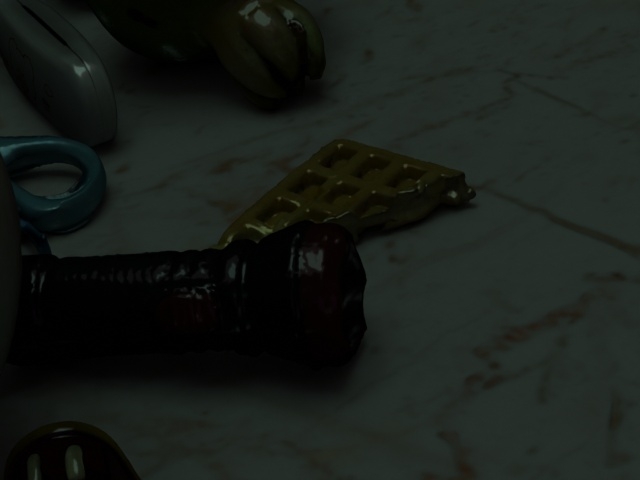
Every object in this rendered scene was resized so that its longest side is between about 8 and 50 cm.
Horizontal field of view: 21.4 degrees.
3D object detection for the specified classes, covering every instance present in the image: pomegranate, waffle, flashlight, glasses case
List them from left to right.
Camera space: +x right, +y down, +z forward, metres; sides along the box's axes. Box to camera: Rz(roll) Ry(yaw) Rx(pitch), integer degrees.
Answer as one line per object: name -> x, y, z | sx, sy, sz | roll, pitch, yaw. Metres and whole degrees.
glasses case -> -0.208, -0.135, 1.314 | 0.049, 0.074, 0.193 | -21, 36, -23
flashlight -> -0.092, 0.038, 1.020 | 0.232, 0.093, 0.093 | -4, 34, 13
pomegranate -> -0.084, -0.210, 1.341 | 0.241, 0.159, 0.190 | 29, 51, 5
waffle -> 0.000, 0.000, 1.111 | 0.125, 0.032, 0.191 | 19, 45, 32

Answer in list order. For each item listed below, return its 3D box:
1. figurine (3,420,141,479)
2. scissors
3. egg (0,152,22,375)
figurine -> -0.123, 0.153, 0.849 | 0.082, 0.098, 0.154 | -9, 31, -7
scissors -> -0.310, -0.062, 1.267 | 0.180, 0.032, 0.393 | -31, 41, -29
egg -> -0.331, -0.002, 0.923 | 0.355, 0.354, 0.340 | -7, 17, 4
